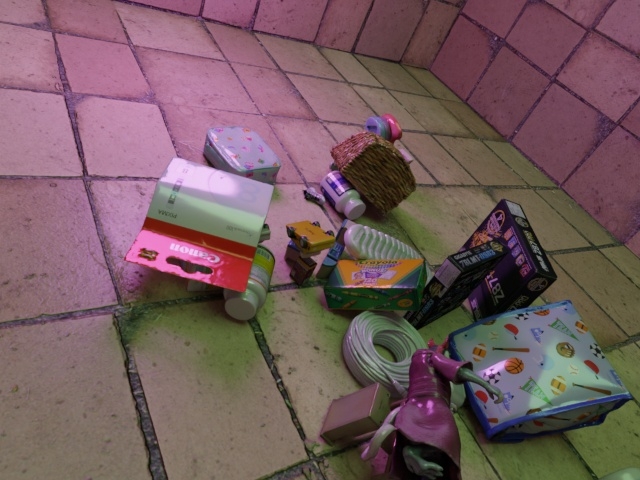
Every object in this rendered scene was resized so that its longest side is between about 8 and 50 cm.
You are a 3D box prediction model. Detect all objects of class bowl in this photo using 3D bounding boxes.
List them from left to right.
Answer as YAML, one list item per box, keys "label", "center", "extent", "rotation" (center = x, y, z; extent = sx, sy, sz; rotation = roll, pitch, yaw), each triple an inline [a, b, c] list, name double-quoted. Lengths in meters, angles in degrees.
- label: "bowl"
  center: [0.355, 0.389, 1.296]
  extent: [0.142, 0.053, 0.142]
  rotation: [40, 38, -41]

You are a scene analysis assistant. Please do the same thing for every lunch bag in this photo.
- label: "lunch bag"
  center: [-0.300, -0.311, 1.734]
  extent: [0.224, 0.108, 0.279]
  rotation: [-16, 53, -37]
- label: "lunch bag"
  center: [0.595, 0.385, 1.356]
  extent: [0.385, 0.239, 0.328]
  rotation: [-9, 47, -8]

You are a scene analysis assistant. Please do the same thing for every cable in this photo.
- label: "cable"
  center: [0.188, 0.314, 1.319]
  extent: [0.257, 0.089, 0.257]
  rotation: [38, 37, 14]

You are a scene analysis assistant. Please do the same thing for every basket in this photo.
- label: "basket"
  center: [0.215, -0.292, 1.835]
  extent: [0.299, 0.213, 0.223]
  rotation: [40, 16, -28]

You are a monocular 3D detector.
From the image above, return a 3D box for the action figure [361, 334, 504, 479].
- label: "action figure"
  center: [0.227, 0.361, 1.034]
  extent: [0.275, 0.248, 0.370]
  rotation: [19, 43, -3]

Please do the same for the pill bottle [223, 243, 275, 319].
- label: "pill bottle"
  center: [-0.198, 0.113, 1.292]
  extent: [0.117, 0.117, 0.215]
  rotation: [21, 38, -9]

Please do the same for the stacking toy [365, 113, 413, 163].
- label: "stacking toy"
  center: [0.249, -0.371, 2.029]
  extent: [0.130, 0.309, 0.280]
  rotation: [-17, 69, -20]

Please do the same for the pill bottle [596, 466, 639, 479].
- label: "pill bottle"
  center: [0.818, 0.728, 1.172]
  extent: [0.146, 0.146, 0.264]
  rotation: [5, 43, -27]

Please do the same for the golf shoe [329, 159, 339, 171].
- label: "golf shoe"
  center: [0.082, -0.337, 2.053]
  extent: [0.086, 0.069, 0.176]
  rotation: [27, 29, 33]

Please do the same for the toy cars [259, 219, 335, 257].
- label: "toy cars"
  center: [-0.127, -0.005, 1.422]
  extent: [0.393, 0.087, 0.176]
  rotation: [7, 23, 21]

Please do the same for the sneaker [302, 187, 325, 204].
- label: "sneaker"
  center: [-0.032, -0.165, 1.789]
  extent: [0.069, 0.038, 0.098]
  rotation: [-15, 45, -40]

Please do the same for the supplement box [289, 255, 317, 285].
- label: "supplement box"
  center: [-0.053, 0.089, 1.435]
  extent: [0.055, 0.083, 0.043]
  rotation: [42, 39, 18]

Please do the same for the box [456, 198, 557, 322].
- label: "box"
  center: [0.643, 0.088, 1.673]
  extent: [0.097, 0.318, 0.395]
  rotation: [17, 40, -13]

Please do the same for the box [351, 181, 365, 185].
- label: "box"
  center: [0.197, -0.313, 1.958]
  extent: [0.114, 0.207, 0.036]
  rotation: [20, 38, -10]

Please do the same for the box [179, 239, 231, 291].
- label: "box"
  center: [-0.333, 0.029, 1.309]
  extent: [0.103, 0.114, 0.203]
  rotation: [-1, 47, -30]

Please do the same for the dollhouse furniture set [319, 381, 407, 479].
- label: "dollhouse furniture set"
  center: [0.147, 0.473, 1.104]
  extent: [0.242, 0.161, 0.212]
  rotation: [47, 36, -11]

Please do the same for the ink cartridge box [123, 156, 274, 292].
- label: "ink cartridge box"
  center: [-0.307, -0.058, 1.258]
  extent: [0.308, 0.091, 0.385]
  rotation: [16, 38, -9]

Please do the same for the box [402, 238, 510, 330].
- label: "box"
  center: [0.433, 0.141, 1.501]
  extent: [0.295, 0.293, 0.073]
  rotation: [-15, 55, -41]

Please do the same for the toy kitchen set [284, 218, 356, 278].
- label: "toy kitchen set"
  center: [0.000, 0.000, 1.541]
  extent: [0.166, 0.122, 0.207]
  rotation: [29, 37, 2]

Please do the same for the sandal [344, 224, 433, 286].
- label: "sandal"
  center: [0.233, 0.075, 1.597]
  extent: [0.416, 0.102, 0.169]
  rotation: [34, 49, -23]

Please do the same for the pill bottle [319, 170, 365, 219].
- label: "pill bottle"
  center: [0.089, -0.171, 1.806]
  extent: [0.112, 0.112, 0.187]
  rotation: [-9, 51, -39]

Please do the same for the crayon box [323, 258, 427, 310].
- label: "crayon box"
  center: [0.168, 0.131, 1.403]
  extent: [0.278, 0.081, 0.165]
  rotation: [-2, 26, 22]
